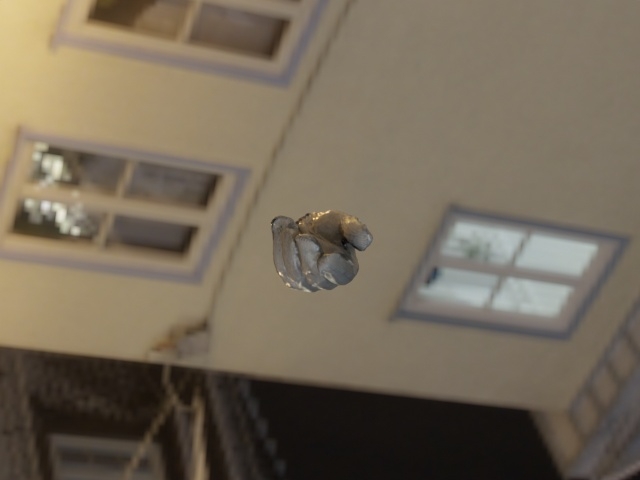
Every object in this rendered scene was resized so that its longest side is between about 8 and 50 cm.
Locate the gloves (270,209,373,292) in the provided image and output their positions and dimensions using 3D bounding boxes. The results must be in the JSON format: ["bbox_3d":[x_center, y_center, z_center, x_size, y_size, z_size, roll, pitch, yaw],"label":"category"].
[{"bbox_3d":[0.001,0.002,0.714,0.037,0.044,0.081,60,8,3],"label":"gloves"}]
